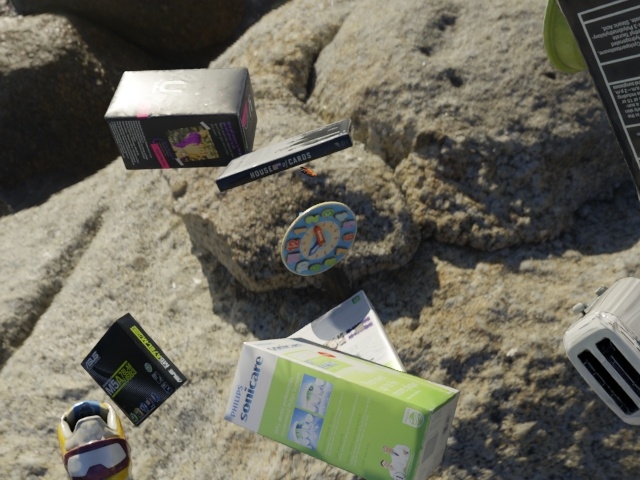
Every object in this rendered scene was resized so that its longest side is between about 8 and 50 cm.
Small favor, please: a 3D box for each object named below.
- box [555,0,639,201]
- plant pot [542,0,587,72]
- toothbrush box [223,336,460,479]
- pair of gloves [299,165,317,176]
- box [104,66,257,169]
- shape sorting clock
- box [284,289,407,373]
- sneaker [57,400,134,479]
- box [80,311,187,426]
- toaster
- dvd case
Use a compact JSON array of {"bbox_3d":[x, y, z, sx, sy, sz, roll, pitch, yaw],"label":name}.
[{"bbox_3d":[0.463,-0.206,0.664,0.183,0.296,0.294,-47,116,-29],"label":"box"},{"bbox_3d":[0.570,-0.384,1.074,0.276,0.276,0.254,-33,45,-19],"label":"plant pot"},{"bbox_3d":[0.038,0.241,0.932,0.283,0.206,0.122,14,89,24],"label":"toothbrush box"},{"bbox_3d":[-0.047,-0.182,1.545,0.083,0.074,0.010,47,107,16],"label":"pair of gloves"},{"bbox_3d":[-0.280,-0.254,1.325,0.270,0.143,0.165,-1,49,4],"label":"box"},{"bbox_3d":[0.000,0.000,1.514,0.206,0.206,0.040,-22,43,-15],"label":"shape sorting clock"},{"bbox_3d":[0.050,0.271,1.377,0.232,0.058,0.322,-33,31,6],"label":"box"},{"bbox_3d":[-0.222,0.195,0.628,0.070,0.185,0.083,-11,89,-27],"label":"sneaker"},{"bbox_3d":[-0.385,0.268,1.302,0.184,0.191,0.045,47,35,0],"label":"box"},{"bbox_3d":[0.480,0.175,0.963,0.146,0.129,0.227,-24,71,-37],"label":"toaster"},{"bbox_3d":[-0.057,-0.155,1.130,0.239,0.179,0.029,-18,107,10],"label":"dvd case"}]
